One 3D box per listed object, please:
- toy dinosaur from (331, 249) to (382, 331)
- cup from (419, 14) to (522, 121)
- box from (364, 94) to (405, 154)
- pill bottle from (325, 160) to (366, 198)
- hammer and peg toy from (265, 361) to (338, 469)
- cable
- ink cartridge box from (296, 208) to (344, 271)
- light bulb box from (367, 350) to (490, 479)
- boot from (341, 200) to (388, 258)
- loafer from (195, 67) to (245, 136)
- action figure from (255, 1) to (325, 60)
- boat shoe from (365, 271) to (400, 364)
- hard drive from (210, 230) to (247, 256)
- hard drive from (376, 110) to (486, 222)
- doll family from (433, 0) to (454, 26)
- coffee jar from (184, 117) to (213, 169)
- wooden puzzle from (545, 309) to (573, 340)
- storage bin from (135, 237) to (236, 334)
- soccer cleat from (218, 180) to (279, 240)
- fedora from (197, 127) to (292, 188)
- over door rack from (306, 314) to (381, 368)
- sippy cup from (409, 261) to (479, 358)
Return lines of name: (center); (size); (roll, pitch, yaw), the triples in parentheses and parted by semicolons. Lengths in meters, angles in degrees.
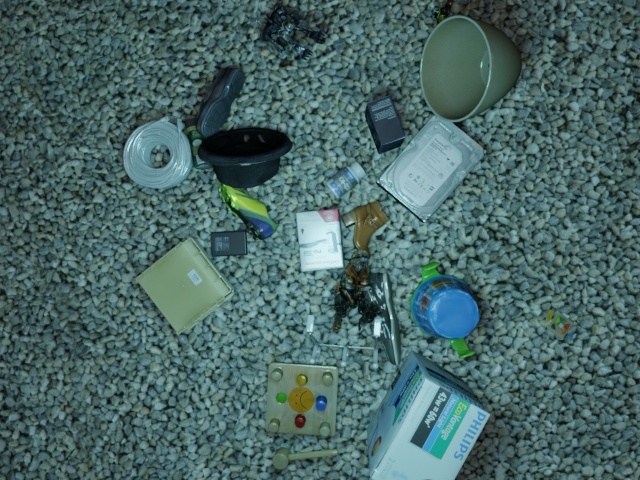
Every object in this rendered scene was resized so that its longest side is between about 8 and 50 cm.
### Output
toy dinosaur: (0.114, 0.196, 1.668); (0.165, 0.218, 0.321); (-7, 122, -5)
cup: (0.535, -0.585, 1.599); (0.237, 0.331, 0.330); (-15, 88, -25)
box: (0.227, -0.408, 1.675); (0.093, 0.156, 0.158); (-19, 88, 3)
pill bottle: (0.094, -0.223, 1.722); (0.137, 0.078, 0.078); (-38, 87, 3)
hammer and peg toy: (-0.063, 0.627, 1.705); (0.266, 0.127, 0.361); (2, 90, 2)
cable: (-0.610, -0.321, 1.773); (0.257, 0.089, 0.256); (-12, 89, 5)
ink cartridge box: (0.000, 0.000, 1.722); (0.159, 0.092, 0.217); (-6, 91, 5)
light bulb box: (0.333, 0.606, 1.557); (0.225, 0.361, 0.357); (28, 91, 4)
boot: (0.182, -0.038, 1.720); (0.153, 0.073, 0.197); (-25, 90, 0)
loafer: (-0.384, -0.513, 1.735); (0.095, 0.109, 0.302); (18, 70, 20)
action figure: (-0.116, -0.751, 1.718); (0.276, 0.141, 0.164); (42, 102, 30)
boat shoe: (0.223, 0.282, 1.702); (0.096, 0.112, 0.334); (-10, 83, 20)
hard drive: (-0.345, 0.012, 1.782); (0.135, 0.022, 0.094); (-3, 89, 4)
hard drive: (0.399, -0.264, 1.708); (0.237, 0.064, 0.339); (42, 92, 3)
doll family: (0.443, -0.774, 1.683); (0.076, 0.111, 0.192); (-6, 89, 4)
coffee jar: (-0.446, -0.361, 1.755); (0.079, 0.096, 0.184); (-13, 88, 12)
wooden puzzle: (0.862, 0.306, 1.692); (0.116, 0.014, 0.078); (29, 92, 4)
storage bin: (-0.491, 0.163, 1.743); (0.260, 0.123, 0.262); (-38, 87, 2)
soccer cleat: (-0.271, -0.129, 1.759); (0.121, 0.093, 0.289); (-36, 82, -27)
fedora: (-0.266, -0.287, 1.695); (0.334, 0.334, 0.152); (3, 125, 4)
over door rack: (0.080, 0.363, 1.600); (0.240, 0.324, 0.108); (2, 59, 7)
sippy cup: (0.439, 0.239, 1.621); (0.306, 0.224, 0.240); (33, 93, 3)
